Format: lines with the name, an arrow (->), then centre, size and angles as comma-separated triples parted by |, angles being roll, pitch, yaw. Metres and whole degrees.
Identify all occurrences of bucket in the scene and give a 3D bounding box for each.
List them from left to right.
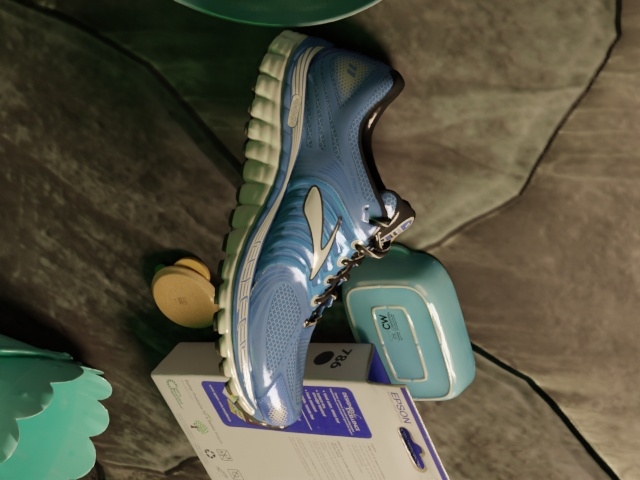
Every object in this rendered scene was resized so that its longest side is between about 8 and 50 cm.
bucket -> -0.386, 0.232, 1.210 | 0.183, 0.281, 0.281 | 24, 130, 12

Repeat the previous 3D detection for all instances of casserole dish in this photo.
casserole dish -> 0.081, 0.090, 1.039 | 0.114, 0.037, 0.188 | -4, 121, 26

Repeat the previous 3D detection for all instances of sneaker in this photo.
sneaker -> 0.000, 0.000, 0.889 | 0.147, 0.130, 0.329 | 10, 97, 4

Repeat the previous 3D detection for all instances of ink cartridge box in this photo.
ink cartridge box -> -0.010, 0.184, 1.099 | 0.333, 0.065, 0.165 | -2, 123, 38

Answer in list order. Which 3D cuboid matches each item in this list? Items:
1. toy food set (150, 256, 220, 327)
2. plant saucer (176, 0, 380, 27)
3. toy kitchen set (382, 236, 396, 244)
toy food set -> -0.141, 0.057, 1.124 | 0.083, 0.020, 0.083 | -16, 116, 33
plant saucer -> -0.057, -0.293, 0.775 | 0.318, 0.043, 0.317 | 11, 141, 9
toy kitchen set -> 0.028, -0.002, 0.967 | 0.068, 0.075, 0.083 | 36, 135, -4
